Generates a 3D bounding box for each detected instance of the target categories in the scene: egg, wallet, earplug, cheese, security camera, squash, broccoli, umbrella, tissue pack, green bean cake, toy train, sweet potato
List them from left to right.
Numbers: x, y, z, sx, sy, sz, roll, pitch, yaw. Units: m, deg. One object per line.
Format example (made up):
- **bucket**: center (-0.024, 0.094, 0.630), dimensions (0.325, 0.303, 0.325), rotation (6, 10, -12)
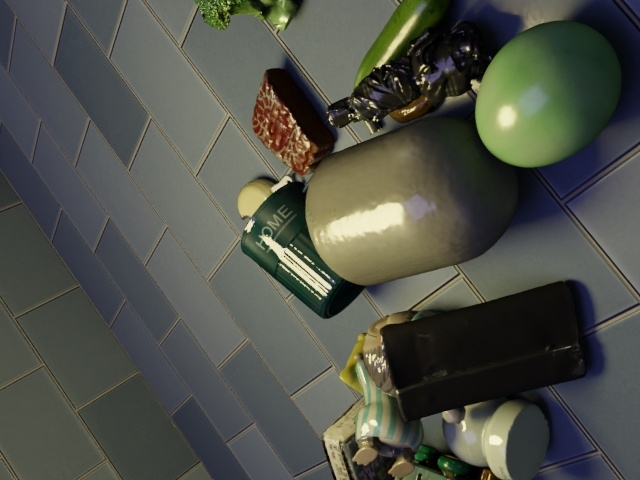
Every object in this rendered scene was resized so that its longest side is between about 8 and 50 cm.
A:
- **broccoli**: center (-0.180, -0.579, 1.626), dimensions (0.270, 0.270, 0.270), rotation (32, 144, -15)
- **cheese**: center (-0.151, -0.129, 1.998), dimensions (0.163, 0.070, 0.249), rotation (45, 140, 16)
- **green bean cake**: center (-0.071, -0.290, 1.786), dimensions (0.233, 0.097, 0.199), rotation (46, 140, 16)
- **tissue pack**: center (0.151, 0.640, 2.024), dimensions (0.122, 0.259, 0.361), rotation (-1, 114, 41)
- **squash**: center (0.152, -0.386, 1.481), dimensions (0.101, 0.101, 0.379), rotation (48, 139, 13)
- **umbrella**: center (0.179, -0.312, 1.414), dimensions (0.336, 0.128, 0.154), rotation (-29, 136, 30)
- **earplug**: center (0.201, -0.091, 1.454), dimensions (0.394, 0.312, 0.313), rotation (-19, 100, 49)
- **sweet potato**: center (0.210, -0.291, 1.516), dimensions (0.182, 0.054, 0.053), rotation (-23, 105, 49)
- **toy train**: center (0.354, 0.650, 1.840), dimensions (0.429, 0.249, 0.178), rotation (-8, 64, 64)
- **wallet**: center (0.343, 0.238, 1.500), dimensions (0.405, 0.062, 0.228), rotation (-15, 104, 5)
- **security camera**: center (0.399, 0.455, 1.691), dimensions (0.236, 0.194, 0.195), rotation (3, 116, 51)
- **egg**: center (0.385, -0.246, 1.220), dimensions (0.220, 0.220, 0.270), rotation (48, 144, 13)

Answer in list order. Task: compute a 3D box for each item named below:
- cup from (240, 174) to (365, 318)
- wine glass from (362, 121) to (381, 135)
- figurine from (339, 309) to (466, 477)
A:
- **cup**: center (0.001, 0.008, 1.833), dimensions (0.292, 0.308, 0.242), rotation (41, 171, 20)
- **wine glass**: center (0.107, -0.284, 1.643), dimensions (0.083, 0.042, 0.039), rotation (62, 171, -7)
- **figurine**: center (0.231, 0.298, 1.639), dimensions (0.266, 0.361, 0.378), rotation (22, 136, -14)
